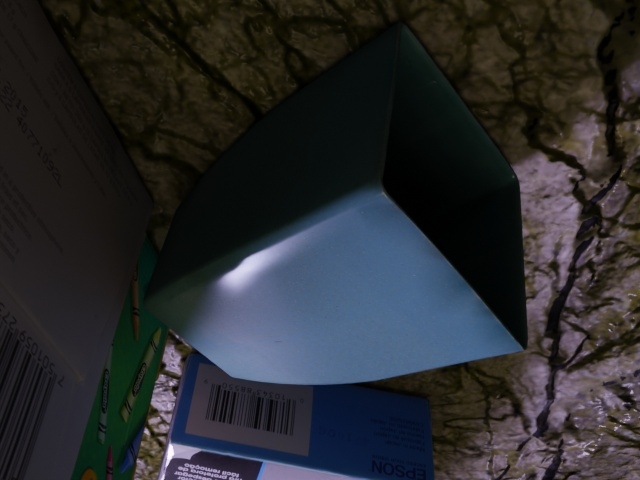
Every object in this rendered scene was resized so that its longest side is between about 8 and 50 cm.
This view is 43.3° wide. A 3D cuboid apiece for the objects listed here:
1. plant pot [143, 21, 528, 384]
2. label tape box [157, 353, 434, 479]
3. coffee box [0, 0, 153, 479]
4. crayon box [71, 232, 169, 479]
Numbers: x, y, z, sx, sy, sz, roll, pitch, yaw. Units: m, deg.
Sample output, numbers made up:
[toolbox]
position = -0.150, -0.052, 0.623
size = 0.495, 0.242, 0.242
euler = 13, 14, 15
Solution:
[plant pot]
position = 0.000, 0.000, 0.575
size = 0.234, 0.165, 0.165
euler = -23, 128, 31
[label tape box]
position = -0.053, 0.287, 0.862
size = 0.249, 0.115, 0.347
euler = 12, 130, -8
[coffee box]
position = -0.344, -0.001, 0.461
size = 0.334, 0.338, 0.337
euler = -11, 131, 14
[crayon box]
position = -0.220, 0.121, 0.606
size = 0.165, 0.278, 0.081
euler = -9, 130, 11
